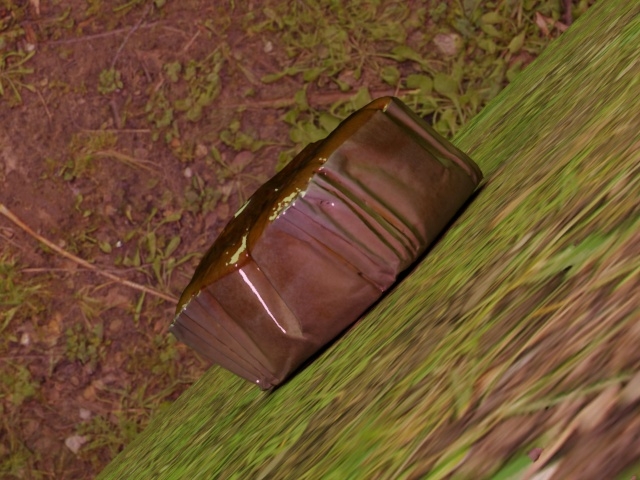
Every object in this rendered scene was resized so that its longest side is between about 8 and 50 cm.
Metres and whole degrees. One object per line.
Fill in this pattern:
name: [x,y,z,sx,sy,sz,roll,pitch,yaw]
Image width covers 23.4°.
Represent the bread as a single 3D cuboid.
bread: [0.000,-0.002,1.102,0.192,0.110,0.210,-44,1,40]
